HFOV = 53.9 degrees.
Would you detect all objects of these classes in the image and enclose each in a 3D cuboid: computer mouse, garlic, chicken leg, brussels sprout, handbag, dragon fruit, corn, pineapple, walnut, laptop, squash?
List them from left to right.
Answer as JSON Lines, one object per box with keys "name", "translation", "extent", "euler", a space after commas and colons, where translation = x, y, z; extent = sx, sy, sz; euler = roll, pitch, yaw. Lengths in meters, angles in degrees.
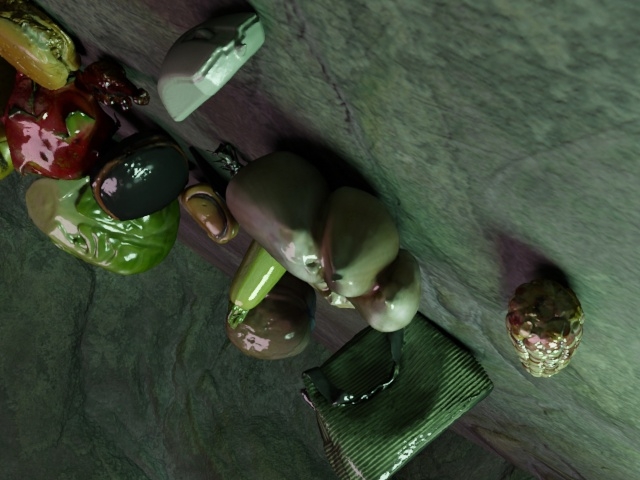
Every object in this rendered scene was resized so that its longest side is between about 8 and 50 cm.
{"name": "dragon fruit", "translation": [-0.448, -0.209, 1.146], "extent": [0.198, 0.200, 0.269], "euler": [17, -170, 23]}
{"name": "brussels sprout", "translation": [-0.526, -0.075, 1.557], "extent": [0.281, 0.289, 0.355], "euler": [25, -168, 41]}
{"name": "chicken leg", "translation": [-0.310, -0.232, 0.943], "extent": [0.089, 0.048, 0.219], "euler": [37, 169, -27]}
{"name": "computer mouse", "translation": [-0.336, -0.106, 1.200], "extent": [0.116, 0.183, 0.323], "euler": [58, 168, 1]}
{"name": "computer mouse", "translation": [-0.105, -0.159, 0.560], "extent": [0.056, 0.089, 0.182], "euler": [40, 166, -20]}
{"name": "laptop", "translation": [-0.163, -0.074, 1.130], "extent": [0.135, 0.016, 0.197], "euler": [56, -177, 37]}
{"name": "pineapple", "translation": [-0.115, -0.101, 0.954], "extent": [0.124, 0.058, 0.058], "euler": [53, 163, -17]}
{"name": "squash", "translation": [-0.102, 0.055, 1.110], "extent": [0.094, 0.224, 0.094], "euler": [31, 175, 3]}
{"name": "walnut", "translation": [-0.127, 0.182, 1.615], "extent": [0.248, 0.248, 0.248], "euler": [33, 169, 8]}
{"name": "garlic", "translation": [0.007, -0.001, 0.780], "extent": [0.279, 0.132, 0.325], "euler": [32, 171, 8]}
{"name": "handbag", "translation": [0.126, 0.285, 1.199], "extent": [0.240, 0.341, 0.247], "euler": [50, 170, 13]}
{"name": "corn", "translation": [0.244, 0.107, 0.690], "extent": [0.079, 0.079, 0.237], "euler": [29, 168, 27]}

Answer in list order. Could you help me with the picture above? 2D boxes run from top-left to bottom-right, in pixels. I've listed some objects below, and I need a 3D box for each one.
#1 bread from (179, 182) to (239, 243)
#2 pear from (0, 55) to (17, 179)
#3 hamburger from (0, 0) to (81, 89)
{"name": "bread", "translation": [-0.222, -0.062, 1.284], "extent": [0.134, 0.081, 0.225], "euler": [50, 172, -14]}
{"name": "pear", "translation": [-0.746, -0.287, 1.221], "extent": [0.418, 0.362, 0.362], "euler": [37, 170, 18]}
{"name": "hamburger", "translation": [-0.434, -0.297, 0.945], "extent": [0.138, 0.083, 0.147], "euler": [40, 165, -5]}
